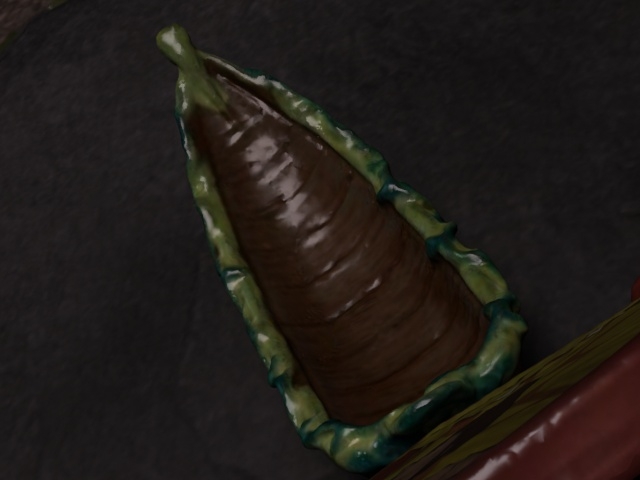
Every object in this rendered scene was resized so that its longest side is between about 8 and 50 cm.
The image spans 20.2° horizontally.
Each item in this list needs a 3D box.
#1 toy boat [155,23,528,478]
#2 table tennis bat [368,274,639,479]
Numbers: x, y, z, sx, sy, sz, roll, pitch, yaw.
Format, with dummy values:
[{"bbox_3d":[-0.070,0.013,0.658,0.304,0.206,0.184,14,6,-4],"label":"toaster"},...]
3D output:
[{"bbox_3d":[0.004,0.005,0.811,0.108,0.099,0.293,-37,45,1],"label":"toy boat"},{"bbox_3d":[0.085,0.049,0.579,0.414,0.051,0.268,-32,-6,-42],"label":"table tennis bat"}]
